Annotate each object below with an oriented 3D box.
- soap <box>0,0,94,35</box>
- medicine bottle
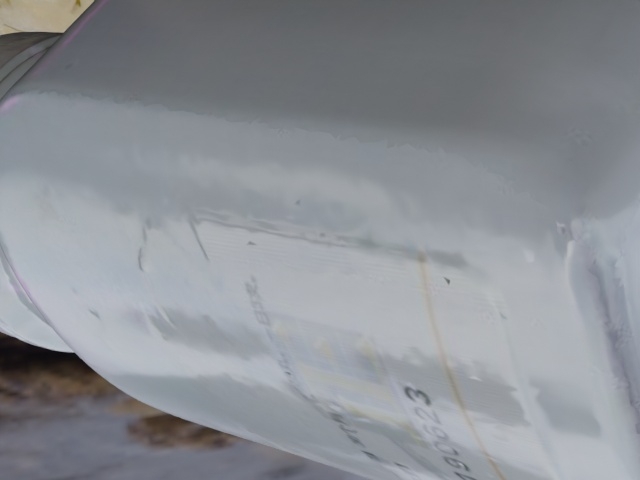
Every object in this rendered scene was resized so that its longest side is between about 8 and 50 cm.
[{"bbox_3d":[-0.152,-0.143,1.109,0.160,0.080,0.257,9,136,32],"label":"soap"},{"bbox_3d":[0.000,0.000,0.471,0.296,0.111,0.161,9,141,44],"label":"medicine bottle"}]
